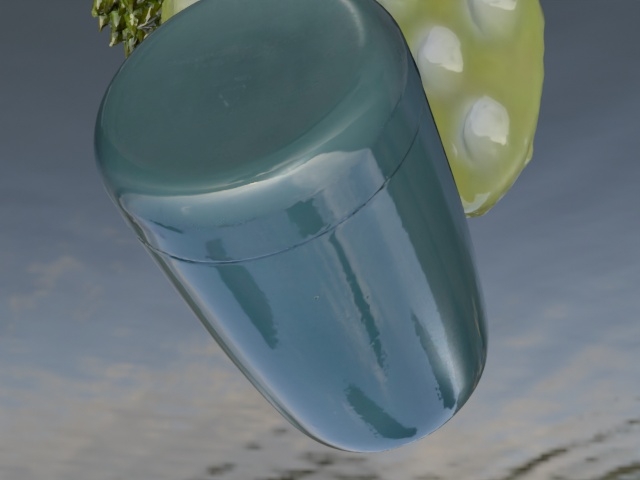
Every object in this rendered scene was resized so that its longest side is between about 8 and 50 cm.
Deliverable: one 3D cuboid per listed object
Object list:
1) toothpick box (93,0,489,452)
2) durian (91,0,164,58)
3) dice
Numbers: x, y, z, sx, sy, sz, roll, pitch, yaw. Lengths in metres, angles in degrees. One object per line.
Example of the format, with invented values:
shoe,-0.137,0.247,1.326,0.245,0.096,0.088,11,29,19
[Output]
toothpick box,0.000,0.000,0.563,0.120,0.120,0.184,-6,138,20
durian,-0.090,-0.300,1.220,0.158,0.352,0.169,34,-165,3
dice,0.016,-0.100,0.826,0.169,0.169,0.166,2,-177,-36
